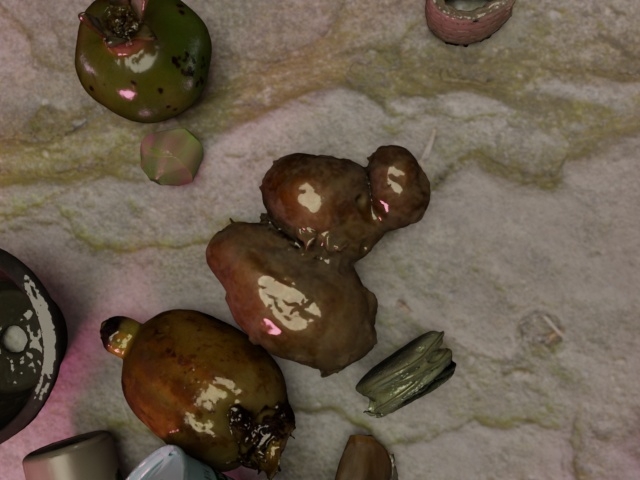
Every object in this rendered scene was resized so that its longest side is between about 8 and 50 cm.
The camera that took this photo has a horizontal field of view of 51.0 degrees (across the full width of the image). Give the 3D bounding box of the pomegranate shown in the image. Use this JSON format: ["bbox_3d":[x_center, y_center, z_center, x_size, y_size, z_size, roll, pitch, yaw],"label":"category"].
[{"bbox_3d":[-0.233,-0.250,0.858,0.181,0.224,0.182,0,81,0],"label":"pomegranate"}]

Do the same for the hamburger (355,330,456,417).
[{"bbox_3d":[0.109,0.170,0.844,0.133,0.140,0.062,-31,83,-30],"label":"hamburger"}]

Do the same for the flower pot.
[{"bbox_3d":[-0.441,0.135,0.886,0.268,0.166,0.269,0,87,5],"label":"flower pot"}]

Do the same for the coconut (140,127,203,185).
[{"bbox_3d":[-0.208,-0.112,0.921,0.083,0.082,0.081,41,60,-32],"label":"coconut"}]

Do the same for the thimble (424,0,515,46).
[{"bbox_3d":[0.196,-0.318,0.883,0.115,0.090,0.102,5,84,8],"label":"thimble"}]

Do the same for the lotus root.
[{"bbox_3d":[-0.155,0.184,0.870,0.314,0.141,0.169,33,88,16],"label":"lotus root"}]

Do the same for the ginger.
[{"bbox_3d":[0.000,0.000,0.853,0.244,0.155,0.304,27,91,8],"label":"ginger"}]

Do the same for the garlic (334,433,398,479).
[{"bbox_3d":[0.045,0.318,0.858,0.066,0.152,0.084,-26,117,41],"label":"garlic"}]

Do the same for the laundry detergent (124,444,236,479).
[{"bbox_3d":[-0.109,0.428,0.752,0.305,0.287,0.287,35,91,-18],"label":"laundry detergent"}]

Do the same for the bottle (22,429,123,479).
[{"bbox_3d":[-0.306,0.390,0.886,0.120,0.120,0.253,-14,86,5],"label":"bottle"}]
